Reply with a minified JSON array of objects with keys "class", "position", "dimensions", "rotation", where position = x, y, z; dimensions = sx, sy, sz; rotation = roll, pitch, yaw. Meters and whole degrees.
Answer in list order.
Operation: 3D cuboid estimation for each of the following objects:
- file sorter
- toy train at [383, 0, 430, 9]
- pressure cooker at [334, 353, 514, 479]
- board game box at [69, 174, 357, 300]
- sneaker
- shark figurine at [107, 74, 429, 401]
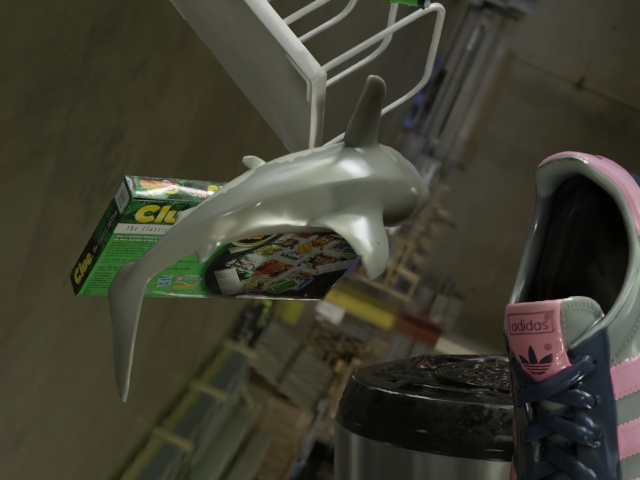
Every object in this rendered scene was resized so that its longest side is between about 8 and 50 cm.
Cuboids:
[{"class":"file sorter","position":[-0.025,-0.256,1.335],"dimensions":[0.173,0.277,0.193],"rotation":[-33,162,-16]},{"class":"toy train","position":[0.071,-0.234,1.185],"dimensions":[0.017,0.083,0.023],"rotation":[-22,123,-46]},{"class":"pressure cooker","position":[0.183,0.321,1.114],"dimensions":[0.375,0.370,0.420],"rotation":[-3,94,-61]},{"class":"board game box","position":[-0.077,0.003,1.119],"dimensions":[0.136,0.260,0.030],"rotation":[-51,-132,40]},{"class":"sneaker","position":[0.138,0.099,0.715],"dimensions":[0.131,0.112,0.319],"rotation":[34,56,-42]},{"class":"shark figurine","position":[-0.017,-0.002,0.848],"dimensions":[0.278,0.116,0.166],"rotation":[-22,153,-24]}]
